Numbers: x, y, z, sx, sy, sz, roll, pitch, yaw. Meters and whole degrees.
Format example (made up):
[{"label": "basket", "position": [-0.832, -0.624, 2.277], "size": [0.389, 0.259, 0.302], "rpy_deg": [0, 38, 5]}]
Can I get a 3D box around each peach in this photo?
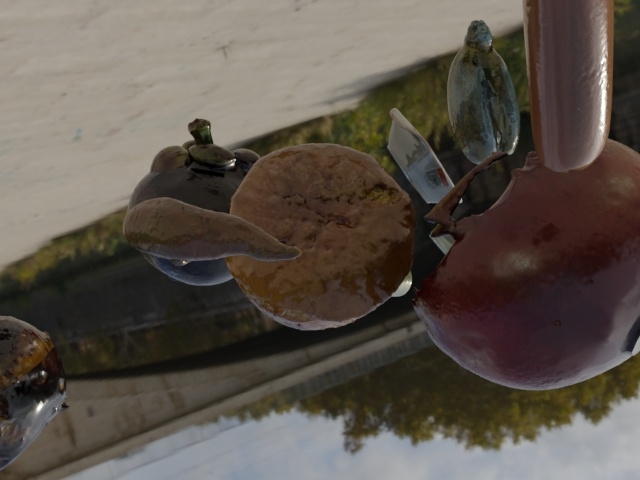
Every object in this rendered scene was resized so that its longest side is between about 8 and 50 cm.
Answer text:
[{"label": "peach", "position": [0.347, 0.037, 1.237], "size": [0.406, 0.310, 0.335], "rpy_deg": [-36, 151, -22]}]

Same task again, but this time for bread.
[{"label": "bread", "position": [0.003, -0.005, 1.345], "size": [0.312, 0.312, 0.172], "rpy_deg": [-17, 155, -7]}]

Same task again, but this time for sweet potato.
[{"label": "sweet potato", "position": [-0.127, -0.006, 0.865], "size": [0.226, 0.068, 0.068], "rpy_deg": [9, -167, 26]}]

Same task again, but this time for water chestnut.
[{"label": "water chestnut", "position": [-0.576, 0.240, 1.414], "size": [0.300, 0.300, 0.300], "rpy_deg": [-17, -179, 0]}]

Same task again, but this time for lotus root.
[{"label": "lotus root", "position": [0.361, -0.333, 1.946], "size": [0.158, 0.322, 0.140], "rpy_deg": [-15, -169, -19]}]

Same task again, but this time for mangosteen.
[{"label": "mangosteen", "position": [-0.236, -0.059, 1.780], "size": [0.313, 0.297, 0.297], "rpy_deg": [-47, -172, -12]}]

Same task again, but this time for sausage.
[{"label": "sausage", "position": [0.247, -0.184, 0.854], "size": [0.086, 0.289, 0.086], "rpy_deg": [-8, -133, 9]}]

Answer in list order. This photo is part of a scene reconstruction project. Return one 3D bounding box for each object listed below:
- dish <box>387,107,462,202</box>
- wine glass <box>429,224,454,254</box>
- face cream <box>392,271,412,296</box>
[{"label": "dish", "position": [0.191, -0.164, 1.732], "size": [0.064, 0.234, 0.154], "rpy_deg": [-36, -135, 4]}, {"label": "wine glass", "position": [0.311, 0.054, 1.660], "size": [0.074, 0.262, 0.074], "rpy_deg": [-37, 158, -18]}, {"label": "face cream", "position": [0.076, 0.068, 1.556], "size": [0.224, 0.114, 0.070], "rpy_deg": [6, 123, -49]}]
